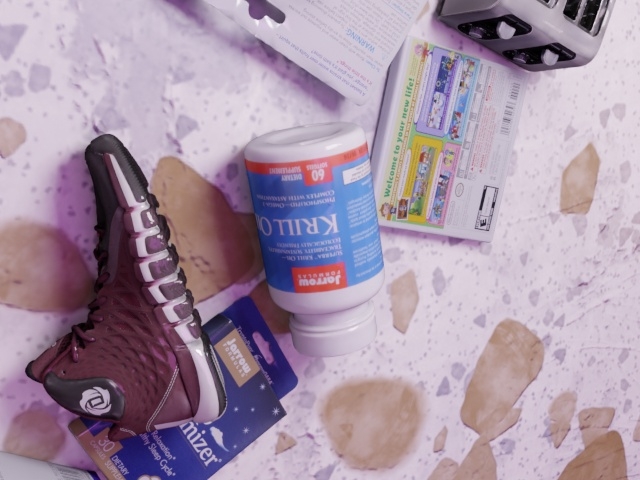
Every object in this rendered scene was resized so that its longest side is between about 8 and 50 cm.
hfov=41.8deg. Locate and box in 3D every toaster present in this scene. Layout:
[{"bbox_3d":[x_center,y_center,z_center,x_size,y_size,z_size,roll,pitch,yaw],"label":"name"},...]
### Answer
[{"bbox_3d":[0.244,-0.299,0.946,0.168,0.110,0.186,19,90,-34],"label":"toaster"}]

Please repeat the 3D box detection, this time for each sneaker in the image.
[{"bbox_3d":[-0.201,0.057,0.757,0.162,0.106,0.281,-20,95,-5],"label":"sneaker"}]

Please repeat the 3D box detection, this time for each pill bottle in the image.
[{"bbox_3d":[0.000,0.000,0.852,0.124,0.124,0.222,-19,109,-27],"label":"pill bottle"}]

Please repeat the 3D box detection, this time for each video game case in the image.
[{"bbox_3d":[0.147,-0.112,0.979,0.193,0.023,0.212,8,97,-33],"label":"video game case"}]

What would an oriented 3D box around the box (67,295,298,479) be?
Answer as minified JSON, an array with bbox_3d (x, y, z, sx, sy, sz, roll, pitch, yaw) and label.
[{"bbox_3d":[-0.127,0.173,0.867,0.225,0.036,0.136,-38,117,-21],"label":"box"}]

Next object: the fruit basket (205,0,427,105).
[{"bbox_3d":[0.011,-0.357,0.791,0.327,0.165,0.353,28,101,-32],"label":"fruit basket"}]

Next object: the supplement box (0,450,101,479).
[{"bbox_3d":[-0.302,0.250,0.731,0.220,0.111,0.114,27,87,-32],"label":"supplement box"}]
